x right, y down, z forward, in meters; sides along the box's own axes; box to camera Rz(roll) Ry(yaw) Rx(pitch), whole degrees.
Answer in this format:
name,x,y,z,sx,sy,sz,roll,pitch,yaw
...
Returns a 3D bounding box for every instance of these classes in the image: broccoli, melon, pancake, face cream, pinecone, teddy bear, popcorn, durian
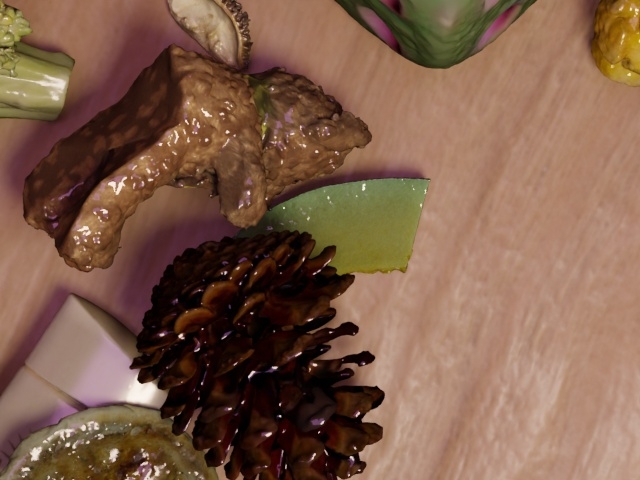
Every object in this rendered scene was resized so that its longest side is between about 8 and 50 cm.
name,x,y,z,sx,sy,sz,roll,pitch,yaw
broccoli,-0.379,-0.194,1.614,0.243,0.247,0.263,12,126,-24
melon,-0.001,0.000,1.630,0.262,0.053,0.114,-16,100,6
pancake,-0.213,0.282,1.546,0.254,0.037,0.253,-5,102,-22
face cream,-0.283,0.243,1.587,0.173,0.081,0.348,34,86,2
pinecone,-0.046,0.127,1.513,0.246,0.246,0.292,-32,102,-1
teddy bear,-0.129,-0.074,1.567,0.222,0.246,0.296,38,90,-34
popcorn,0.354,-0.227,1.580,0.167,0.148,0.152,-30,116,16
durian,-0.114,-0.241,1.657,0.066,0.052,0.130,-45,82,0

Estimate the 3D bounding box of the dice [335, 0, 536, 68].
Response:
name,x,y,z,sx,sy,sz,roll,pitch,yaw
dice,0.117,-0.387,1.521,0.318,0.330,0.322,-45,80,-4
